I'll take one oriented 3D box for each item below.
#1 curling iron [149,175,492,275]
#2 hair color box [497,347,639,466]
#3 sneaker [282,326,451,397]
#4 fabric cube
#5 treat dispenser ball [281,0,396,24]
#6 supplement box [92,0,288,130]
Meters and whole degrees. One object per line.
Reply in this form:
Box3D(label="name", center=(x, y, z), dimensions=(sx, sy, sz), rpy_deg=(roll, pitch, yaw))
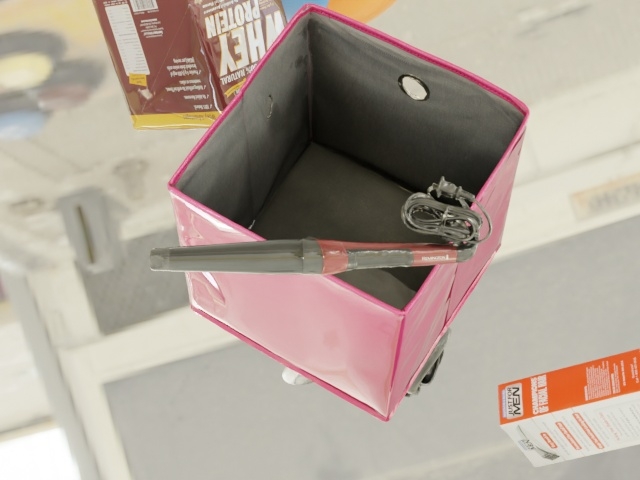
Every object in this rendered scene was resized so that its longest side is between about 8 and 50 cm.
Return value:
Box3D(label="curling iron", center=(0.000, 0.000, 1.114), dimensions=(0.274, 0.068, 0.035), rpy_deg=(-9, 168, -2))
Box3D(label="hair color box", center=(0.269, 0.164, 1.363), dimensions=(0.167, 0.053, 0.093), rpy_deg=(-18, 137, 23))
Box3D(label="sneaker", center=(0.056, 0.146, 1.697), dimensions=(0.104, 0.147, 0.296), rpy_deg=(-54, -178, -32))
Box3D(label="fabric cube", center=(0.030, -0.024, 1.374), dimensions=(0.259, 0.254, 0.258), rpy_deg=(-56, 163, -24))
Box3D(label="treat dispenser ball", center=(-0.005, -0.408, 1.783), dimensions=(0.288, 0.288, 0.288), rpy_deg=(-15, 169, -3))
Box3D(label="supplement box", center=(-0.146, -0.241, 1.633), dimensions=(0.129, 0.194, 0.191), rpy_deg=(-30, -158, -37))
